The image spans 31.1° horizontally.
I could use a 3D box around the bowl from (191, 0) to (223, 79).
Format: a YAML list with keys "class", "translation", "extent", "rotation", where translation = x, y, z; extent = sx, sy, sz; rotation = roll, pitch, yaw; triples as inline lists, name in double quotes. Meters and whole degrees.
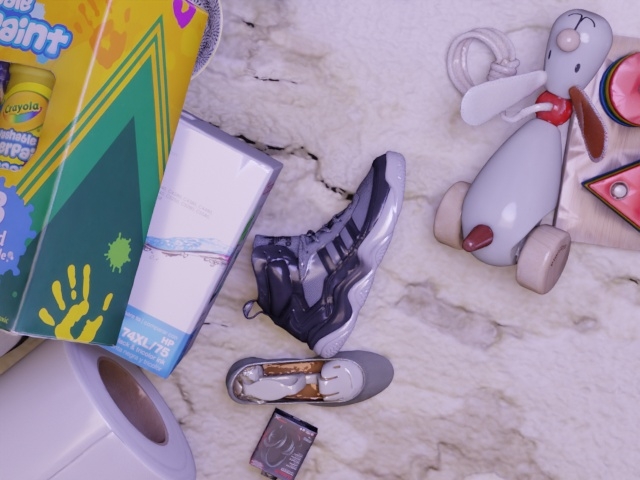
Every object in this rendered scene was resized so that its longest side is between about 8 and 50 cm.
- class: "bowl"
  translation: [-0.198, -0.265, 1.392]
  extent: [0.170, 0.080, 0.170]
  rotation: [0, 96, 1]

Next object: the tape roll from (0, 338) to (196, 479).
- class: "tape roll"
  translation: [-0.286, 0.240, 1.361]
  extent: [0.169, 0.246, 0.246]
  rotation: [-37, 93, 4]

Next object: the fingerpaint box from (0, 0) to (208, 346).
- class: "fingerpaint box"
  translation: [-0.383, -0.124, 1.236]
  extent: [0.444, 0.163, 0.371]
  rotation: [15, 88, 30]

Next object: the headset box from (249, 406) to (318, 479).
- class: "headset box"
  translation: [-0.049, 0.265, 1.462]
  extent: [0.062, 0.032, 0.083]
  rotation: [27, 94, -1]

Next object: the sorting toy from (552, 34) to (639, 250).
- class: "sorting toy"
  translation: [0.432, -0.108, 1.387]
  extent: [0.255, 0.089, 0.257]
  rotation: [8, 96, 1]

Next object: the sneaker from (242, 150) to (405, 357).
- class: "sneaker"
  translation: [0.000, 0.000, 1.400]
  extent: [0.153, 0.101, 0.269]
  rotation: [21, 98, -3]

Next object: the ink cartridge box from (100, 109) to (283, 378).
- class: "ink cartridge box"
  translation: [-0.193, -0.015, 1.357]
  extent: [0.197, 0.198, 0.270]
  rotation: [27, 96, -1]

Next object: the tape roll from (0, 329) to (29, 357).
- class: "tape roll"
  translation: [-0.451, 0.050, 1.433]
  extent: [0.219, 0.072, 0.219]
  rotation: [0, 95, 1]

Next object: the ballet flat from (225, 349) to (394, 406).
- class: "ballet flat"
  translation: [-0.013, 0.180, 1.435]
  extent: [0.213, 0.068, 0.072]
  rotation: [-2, 99, 1]

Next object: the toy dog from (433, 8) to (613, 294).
- class: "toy dog"
  translation: [0.228, -0.100, 1.326]
  extent: [0.220, 0.161, 0.334]
  rotation: [2, 96, 26]
